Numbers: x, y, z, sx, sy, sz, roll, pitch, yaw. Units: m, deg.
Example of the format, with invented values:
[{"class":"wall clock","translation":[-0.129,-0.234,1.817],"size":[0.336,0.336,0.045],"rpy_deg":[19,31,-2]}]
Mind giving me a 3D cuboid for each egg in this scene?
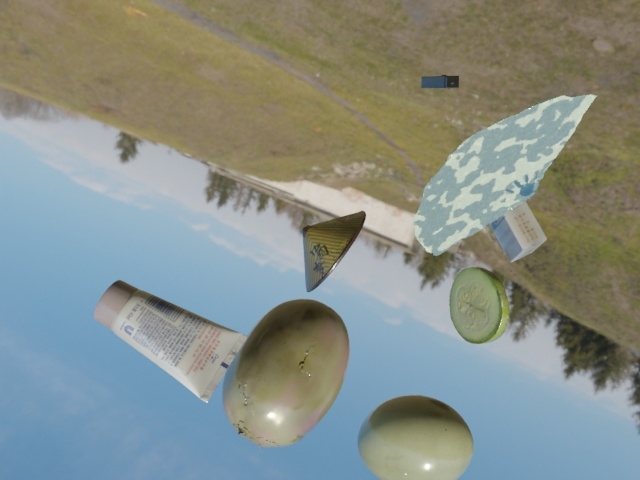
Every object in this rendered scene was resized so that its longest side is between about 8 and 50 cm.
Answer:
[{"class":"egg","translation":[0.222,0.474,1.445],"size":[0.270,0.218,0.219],"rpy_deg":[5,179,18]}]

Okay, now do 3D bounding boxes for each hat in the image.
[{"class":"hat","translation":[0.000,0.000,1.182],"size":[0.082,0.193,0.193],"rpy_deg":[36,-178,-9]}]

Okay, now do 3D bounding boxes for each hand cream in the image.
[{"class":"hand cream","translation":[-0.263,0.159,1.065],"size":[0.248,0.133,0.083],"rpy_deg":[31,154,5]}]

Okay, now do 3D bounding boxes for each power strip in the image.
[{"class":"power strip","translation":[0.258,-0.344,1.332],"size":[0.038,0.029,0.111],"rpy_deg":[-7,-164,-19]}]

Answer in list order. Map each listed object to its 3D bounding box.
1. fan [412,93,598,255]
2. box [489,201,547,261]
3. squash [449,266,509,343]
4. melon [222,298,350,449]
[{"class":"fan","translation":[0.170,-0.062,0.615],"size":[0.131,0.240,0.009],"rpy_deg":[10,-134,-32]},{"class":"box","translation":[0.429,-0.075,1.441],"size":[0.149,0.067,0.233],"rpy_deg":[76,169,-76]},{"class":"squash","translation":[0.439,0.181,1.720],"size":[0.041,0.219,0.219],"rpy_deg":[-4,-165,-25]},{"class":"melon","translation":[-0.066,0.265,1.240],"size":[0.223,0.317,0.223],"rpy_deg":[24,147,16]}]
